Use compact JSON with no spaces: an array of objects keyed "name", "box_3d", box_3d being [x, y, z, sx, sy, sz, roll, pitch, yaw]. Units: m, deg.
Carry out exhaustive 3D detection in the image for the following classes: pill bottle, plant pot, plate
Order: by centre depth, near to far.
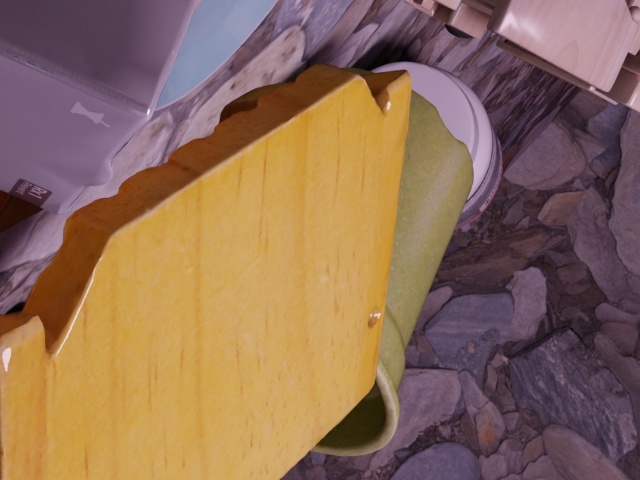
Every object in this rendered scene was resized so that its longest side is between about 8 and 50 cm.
[{"name":"plate","box_3d":[-0.068,-0.161,1.016,0.188,0.024,0.188,-46,169,-11]},{"name":"plant pot","box_3d":[0.000,0.000,1.341,0.254,0.276,0.276,-56,175,-29]},{"name":"pill bottle","box_3d":[0.100,-0.094,1.618,0.161,0.161,0.283,-50,170,4]}]

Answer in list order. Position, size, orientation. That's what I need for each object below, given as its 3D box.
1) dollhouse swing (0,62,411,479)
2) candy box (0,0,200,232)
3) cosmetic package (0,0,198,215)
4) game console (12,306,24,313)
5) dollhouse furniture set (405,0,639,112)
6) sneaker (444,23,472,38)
[{"name":"dollhouse swing","box_3d":[-0.173,0.040,0.878,0.347,0.305,0.315,-37,141,-48]},{"name":"candy box","box_3d":[-0.184,-0.062,0.688,0.183,0.087,0.316,-54,170,34]},{"name":"cosmetic package","box_3d":[-0.074,-0.141,0.526,0.127,0.107,0.238,-35,-149,63]},{"name":"game console","box_3d":[-0.322,0.232,1.307,0.386,0.060,0.342,-48,171,-9]},{"name":"dollhouse furniture set","box_3d":[0.116,-0.245,1.134,0.355,0.303,0.174,18,101,-48]},{"name":"sneaker","box_3d":[0.268,-0.285,1.617,0.281,0.162,0.106,-48,170,-5]}]
